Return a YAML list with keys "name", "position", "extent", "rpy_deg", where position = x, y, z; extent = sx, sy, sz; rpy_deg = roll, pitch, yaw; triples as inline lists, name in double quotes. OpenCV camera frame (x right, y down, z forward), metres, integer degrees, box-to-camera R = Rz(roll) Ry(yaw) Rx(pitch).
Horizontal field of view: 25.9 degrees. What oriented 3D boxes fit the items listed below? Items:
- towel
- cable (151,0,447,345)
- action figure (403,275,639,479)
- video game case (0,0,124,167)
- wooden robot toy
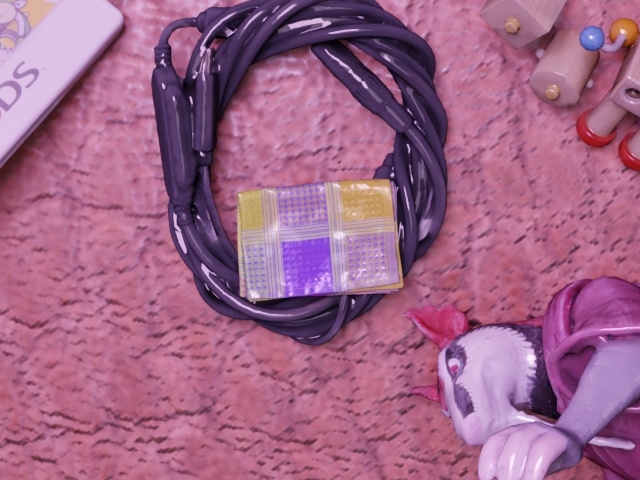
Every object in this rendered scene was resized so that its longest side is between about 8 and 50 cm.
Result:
- name: "towel"
  position: [0.000, 0.000, 0.701]
  extent: [0.083, 0.009, 0.060]
  rpy_deg: [-3, 102, -7]
- name: "cable"
  position: [-0.007, -0.036, 0.723]
  extent: [0.151, 0.047, 0.184]
  rpy_deg: [-9, 101, -5]
- name: "action figure"
  position: [0.213, 0.075, 0.655]
  extent: [0.370, 0.248, 0.275]
  rpy_deg: [18, 63, 23]
- name: "video game case"
  position: [-0.247, -0.107, 0.680]
  extent: [0.227, 0.026, 0.206]
  rpy_deg: [38, 69, -3]
- name: "wooden robot toy"
  position: [0.166, -0.092, 0.708]
  extent: [0.173, 0.076, 0.079]
  rpy_deg: [31, 62, -2]
